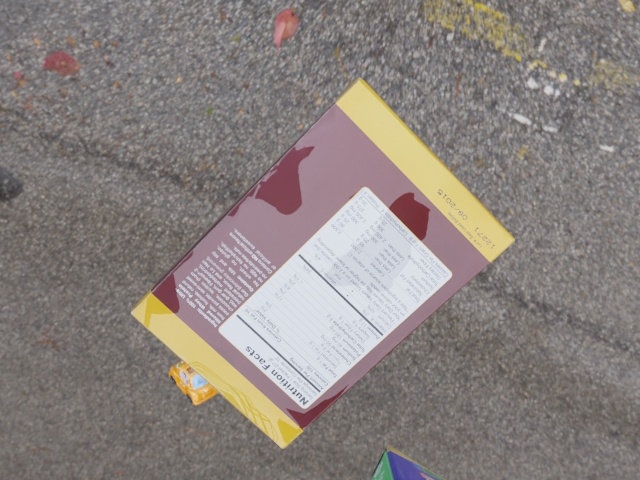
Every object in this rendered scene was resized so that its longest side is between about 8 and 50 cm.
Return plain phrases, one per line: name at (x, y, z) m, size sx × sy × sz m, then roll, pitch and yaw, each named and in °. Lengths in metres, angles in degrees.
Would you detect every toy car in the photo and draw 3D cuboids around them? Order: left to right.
toy car at (-0.099, 0.131, 0.645) m, size 0.121 × 0.060 × 0.041 m, roll -13°, pitch 131°, yaw -21°

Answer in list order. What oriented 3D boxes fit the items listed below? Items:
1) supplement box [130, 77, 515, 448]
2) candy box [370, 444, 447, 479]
supplement box at (0.000, 0.000, 0.438) m, size 0.194 × 0.191 × 0.129 m, roll -44°, pitch 99°, yaw 10°
candy box at (0.172, 0.377, 0.629) m, size 0.268 × 0.317 × 0.122 m, roll 30°, pitch 88°, yaw 1°
